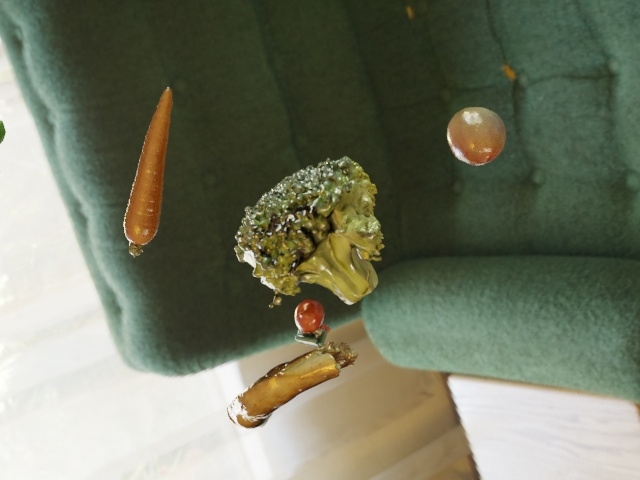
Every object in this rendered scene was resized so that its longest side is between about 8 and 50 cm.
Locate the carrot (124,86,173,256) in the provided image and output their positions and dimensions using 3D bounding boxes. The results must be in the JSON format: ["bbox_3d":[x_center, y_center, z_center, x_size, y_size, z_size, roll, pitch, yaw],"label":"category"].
[{"bbox_3d":[-0.322,-0.126,1.624,0.069,0.069,0.336,31,112,48],"label":"carrot"}]

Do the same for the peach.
[{"bbox_3d":[0.212,-0.141,1.163,0.083,0.083,0.083,39,141,42],"label":"peach"}]

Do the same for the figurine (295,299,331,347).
[{"bbox_3d":[-0.022,0.177,1.816,0.068,0.075,0.140,12,149,20],"label":"figurine"}]

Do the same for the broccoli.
[{"bbox_3d":[-0.003,0.002,1.674,0.281,0.293,0.348,53,-166,-2],"label":"broccoli"}]

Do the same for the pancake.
[{"bbox_3d":[-0.048,0.210,1.201,0.056,0.212,0.257,64,-175,15],"label":"pancake"}]

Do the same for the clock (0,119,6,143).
[{"bbox_3d":[-0.727,-0.158,1.563,0.106,0.255,0.220,-87,22,-59],"label":"clock"}]
